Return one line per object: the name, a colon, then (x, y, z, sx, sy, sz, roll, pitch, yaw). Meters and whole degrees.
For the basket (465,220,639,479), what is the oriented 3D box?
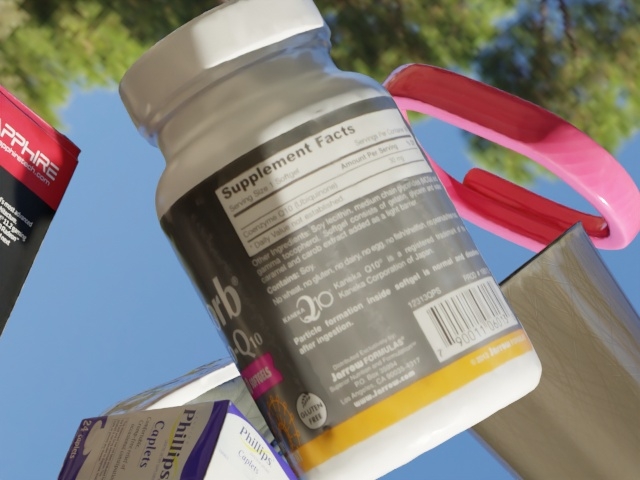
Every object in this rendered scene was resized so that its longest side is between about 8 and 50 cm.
basket: (0.200, 0.126, 1.283, 0.204, 0.227, 0.154, -35, 175, -46)

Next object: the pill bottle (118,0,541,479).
pill bottle: (0.000, 0.000, 1.007, 0.162, 0.162, 0.278, -32, -98, 18)

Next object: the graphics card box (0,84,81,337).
graphics card box: (-0.284, 0.050, 0.833, 0.094, 0.233, 0.371, -6, -125, 40)

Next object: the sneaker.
sneaker: (-0.125, 0.213, 1.776, 0.104, 0.295, 0.147, -16, -89, 30)

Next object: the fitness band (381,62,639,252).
fitness band: (0.172, -0.071, 1.609, 0.290, 0.209, 0.054, 25, -109, 32)

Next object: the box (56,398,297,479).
box: (-0.092, 0.181, 1.170, 0.137, 0.126, 0.072, -11, -137, 33)
